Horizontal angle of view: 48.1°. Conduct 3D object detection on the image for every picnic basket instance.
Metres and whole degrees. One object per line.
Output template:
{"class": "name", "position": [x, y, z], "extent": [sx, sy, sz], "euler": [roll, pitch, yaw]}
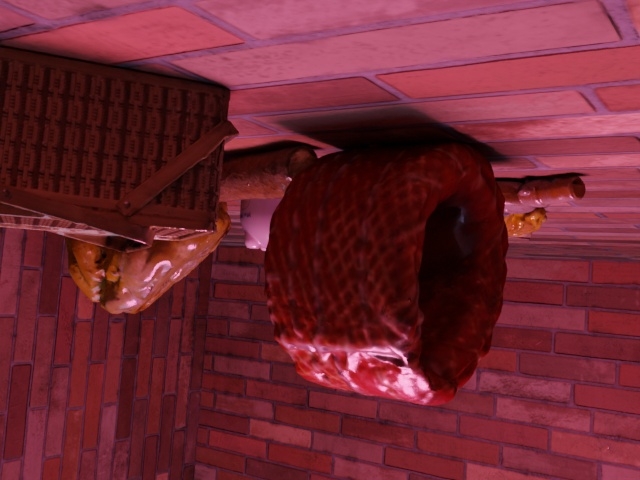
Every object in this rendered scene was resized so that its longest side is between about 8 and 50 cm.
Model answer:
{"class": "picnic basket", "position": [-0.265, -0.082, 0.781], "extent": [0.312, 0.176, 0.228], "euler": [5, 175, -22]}

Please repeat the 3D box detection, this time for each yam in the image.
{"class": "yam", "position": [-0.130, -0.099, 1.146], "extent": [0.081, 0.081, 0.356], "euler": [7, 176, -38]}

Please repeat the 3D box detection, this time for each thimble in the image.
{"class": "thimble", "position": [0.095, 0.033, 0.959], "extent": [0.230, 0.350, 0.350], "euler": [2, 176, 36]}

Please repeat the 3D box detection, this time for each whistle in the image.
{"class": "whistle", "position": [0.332, -0.071, 1.170], "extent": [0.107, 0.057, 0.220], "euler": [8, 173, -32]}

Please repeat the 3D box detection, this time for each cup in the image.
{"class": "cup", "position": [-0.059, -0.052, 1.239], "extent": [0.173, 0.142, 0.134], "euler": [1, 174, 37]}

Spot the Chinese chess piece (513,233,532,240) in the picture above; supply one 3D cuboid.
{"class": "Chinese chess piece", "position": [0.452, -0.026, 1.743], "extent": [0.122, 0.051, 0.122], "euler": [2, 175, 0]}

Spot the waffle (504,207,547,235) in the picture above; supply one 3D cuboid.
{"class": "waffle", "position": [0.322, -0.045, 1.538], "extent": [0.329, 0.062, 0.329], "euler": [5, 176, 0]}

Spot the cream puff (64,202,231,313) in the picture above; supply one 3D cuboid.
{"class": "cream puff", "position": [-0.356, -0.025, 1.429], "extent": [0.324, 0.257, 0.291], "euler": [-45, -178, 37]}
